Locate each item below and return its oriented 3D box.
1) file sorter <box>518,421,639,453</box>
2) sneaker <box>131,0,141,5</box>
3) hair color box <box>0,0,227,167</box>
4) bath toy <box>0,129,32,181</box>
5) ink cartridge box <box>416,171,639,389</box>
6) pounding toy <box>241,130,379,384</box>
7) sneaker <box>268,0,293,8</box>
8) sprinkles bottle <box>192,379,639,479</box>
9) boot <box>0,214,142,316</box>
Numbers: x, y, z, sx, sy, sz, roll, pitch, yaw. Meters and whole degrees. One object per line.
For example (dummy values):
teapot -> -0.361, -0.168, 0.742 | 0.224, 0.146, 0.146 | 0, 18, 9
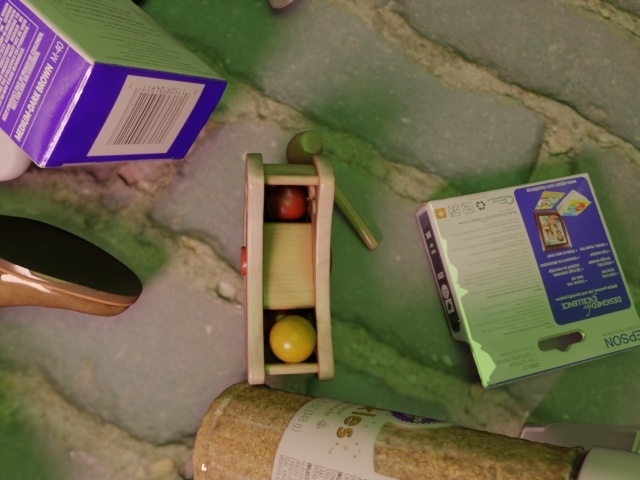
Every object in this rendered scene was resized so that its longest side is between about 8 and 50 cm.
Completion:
file sorter -> 0.240, 0.324, 0.528 | 0.173, 0.193, 0.278 | 31, 71, -2
sneaker -> -0.229, -0.274, 0.701 | 0.089, 0.051, 0.170 | -34, 79, -14
hair color box -> -0.274, -0.212, 0.574 | 0.339, 0.185, 0.110 | 43, 113, 12
bath toy -> -0.441, -0.147, 0.594 | 0.348, 0.152, 0.129 | 6, 38, -8
ink cartridge box -> 0.232, 0.040, 0.686 | 0.206, 0.045, 0.208 | -10, 74, -12
pounding toy -> 0.000, 0.000, 0.602 | 0.154, 0.154, 0.270 | 0, 74, -9
sneaker -> -0.132, -0.379, 0.725 | 0.292, 0.110, 0.118 | 26, 80, -1
sprinkles bottle -> 0.066, 0.192, 0.472 | 0.355, 0.121, 0.121 | 1, 68, 33
boot -> -0.327, 0.035, 0.585 | 0.305, 0.112, 0.115 | 16, 102, -9
